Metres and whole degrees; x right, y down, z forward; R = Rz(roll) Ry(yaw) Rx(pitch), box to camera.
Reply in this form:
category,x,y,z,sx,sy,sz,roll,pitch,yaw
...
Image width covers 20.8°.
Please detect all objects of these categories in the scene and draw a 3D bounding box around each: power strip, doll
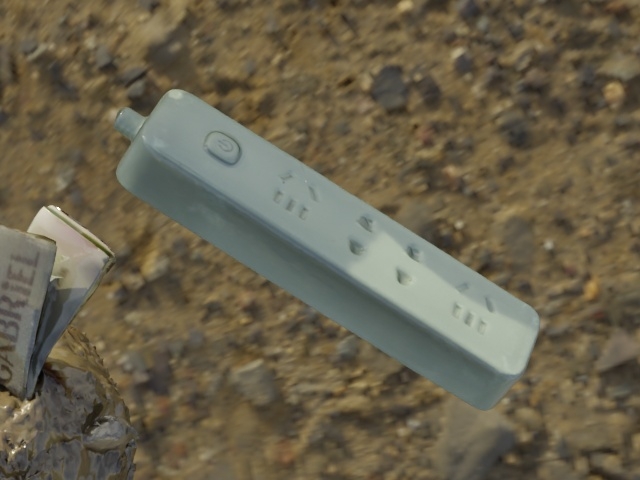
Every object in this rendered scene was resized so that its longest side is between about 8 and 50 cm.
category,x,y,z,sx,sy,sz,roll,pitch,yaw
power strip,0.000,0.000,1.406,0.385,0.062,0.091,32,43,-5
doll,-0.121,0.085,0.639,0.105,0.221,0.115,-22,45,-25
